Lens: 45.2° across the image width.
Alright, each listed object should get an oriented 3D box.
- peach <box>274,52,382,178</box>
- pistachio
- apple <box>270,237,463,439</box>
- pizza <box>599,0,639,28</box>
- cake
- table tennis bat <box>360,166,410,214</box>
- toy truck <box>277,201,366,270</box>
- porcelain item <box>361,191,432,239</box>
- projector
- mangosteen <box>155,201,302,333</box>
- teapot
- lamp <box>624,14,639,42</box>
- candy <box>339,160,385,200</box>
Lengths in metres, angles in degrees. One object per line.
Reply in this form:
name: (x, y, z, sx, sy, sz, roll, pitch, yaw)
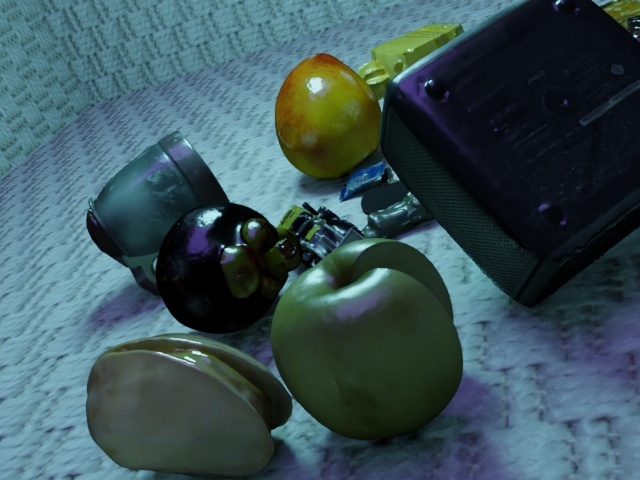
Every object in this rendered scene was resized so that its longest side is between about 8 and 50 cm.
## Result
peach: (0.008, -0.325, 2.018, 0.289, 0.307, 0.289, -29, 9, 5)
pistachio: (-0.205, 0.249, 1.171, 0.321, 0.238, 0.229, 9, 42, 16)
apple: (0.076, 0.144, 1.117, 0.292, 0.254, 0.292, -20, 23, 9)
pizza: (0.854, -0.627, 2.163, 0.288, 0.074, 0.251, -2, 33, 35)
cake: (0.264, -0.454, 2.151, 0.286, 0.222, 0.227, -31, 25, -16)
table tennis bat: (0.158, -0.120, 1.826, 0.130, 0.019, 0.220, -16, 28, 14)
toy truck: (0.000, 0.000, 1.580, 0.136, 0.111, 0.286, -54, 28, -2)
porcelain item: (0.137, -0.036, 1.641, 0.216, 0.069, 0.081, -29, 30, 0)
projector: (0.363, -0.163, 1.259, 0.395, 0.242, 0.405, -34, 70, -14)
mangosteen: (-0.168, 0.046, 1.498, 0.302, 0.275, 0.275, -12, 27, 38)
teapot: (-0.376, -0.048, 1.815, 0.312, 0.315, 0.233, -35, 2, -8)
lamp: (0.724, -0.399, 1.664, 0.227, 0.226, 0.227, -19, 26, 9)
candy: (0.105, -0.151, 1.891, 0.136, 0.038, 0.088, -31, 19, 26)
